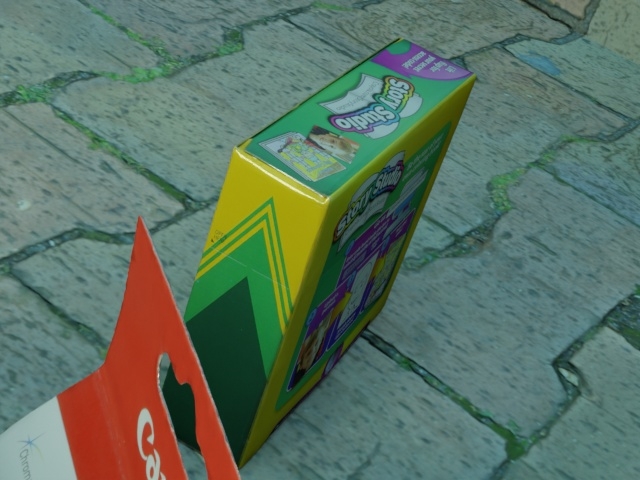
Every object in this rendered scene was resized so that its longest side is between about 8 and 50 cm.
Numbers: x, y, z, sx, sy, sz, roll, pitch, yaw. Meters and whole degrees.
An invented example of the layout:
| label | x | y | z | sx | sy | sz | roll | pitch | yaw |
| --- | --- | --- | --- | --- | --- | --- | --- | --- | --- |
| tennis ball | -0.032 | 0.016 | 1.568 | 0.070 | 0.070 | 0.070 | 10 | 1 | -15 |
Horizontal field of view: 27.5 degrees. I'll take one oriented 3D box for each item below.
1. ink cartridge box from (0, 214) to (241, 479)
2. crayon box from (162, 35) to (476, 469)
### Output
| label | x | y | z | sx | sy | sz | roll | pitch | yaw |
| --- | --- | --- | --- | --- | --- | --- | --- | --- | --- |
| ink cartridge box | -0.159 | 0.221 | 0.787 | 0.091 | 0.385 | 0.308 | 5 | 33 | -26 |
| crayon box | 0.000 | 0.000 | 1.284 | 0.106 | 0.313 | 0.363 | 27 | 32 | 14 |
